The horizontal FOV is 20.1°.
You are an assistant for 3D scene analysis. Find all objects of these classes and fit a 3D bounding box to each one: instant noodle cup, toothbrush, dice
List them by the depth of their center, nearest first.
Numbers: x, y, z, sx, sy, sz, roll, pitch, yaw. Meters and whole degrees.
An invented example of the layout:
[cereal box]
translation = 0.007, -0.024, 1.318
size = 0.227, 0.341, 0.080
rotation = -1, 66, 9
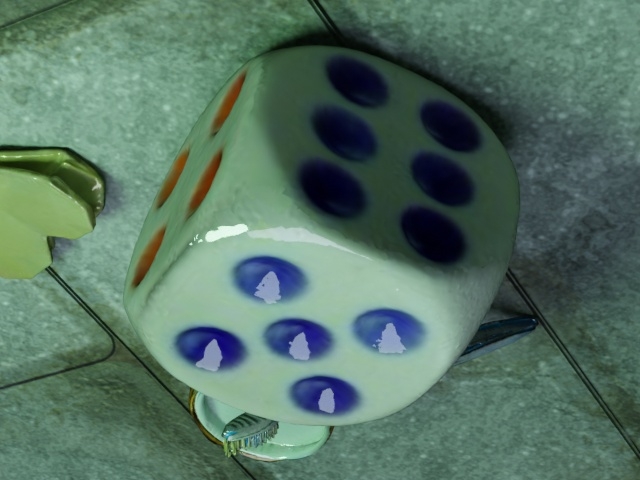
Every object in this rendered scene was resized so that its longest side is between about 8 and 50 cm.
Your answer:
[dice]
translation = 0.000, 0.000, 1.822
size = 0.304, 0.277, 0.304
rotation = 26, 138, -15
[toothbrush]
translation = 0.073, 0.151, 1.982
size = 0.413, 0.035, 0.042
rotation = -19, 132, -25
[instant noodle cup]
translation = -0.054, 0.137, 2.061
size = 0.216, 0.172, 0.215
rotation = 7, 139, 6

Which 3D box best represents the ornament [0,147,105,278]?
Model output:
[ornament]
translation = -0.351, -0.044, 2.006
size = 0.180, 0.059, 0.201
rotation = 35, 135, -22
